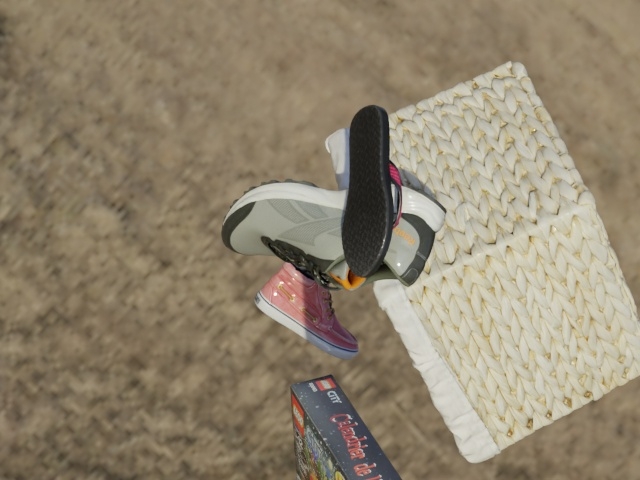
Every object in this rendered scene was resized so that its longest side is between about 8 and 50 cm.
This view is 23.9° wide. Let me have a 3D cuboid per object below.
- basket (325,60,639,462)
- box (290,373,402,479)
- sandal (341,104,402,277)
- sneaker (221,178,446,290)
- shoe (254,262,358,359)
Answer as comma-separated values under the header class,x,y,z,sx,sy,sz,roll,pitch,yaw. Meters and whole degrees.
class,x,y,z,sx,sy,sz,roll,pitch,yaw
basket,0.207,0.023,1.826,0.328,0.266,0.331,-106,170,-50
box,0.036,0.250,1.346,0.044,0.159,0.233,-14,33,-16
sandal,0.057,-0.048,1.484,0.040,0.067,0.179,21,61,-38
sneaker,0.000,0.000,1.604,0.100,0.271,0.108,40,59,-46
shoe,-0.001,0.097,2.130,0.178,0.081,0.063,32,16,-22
